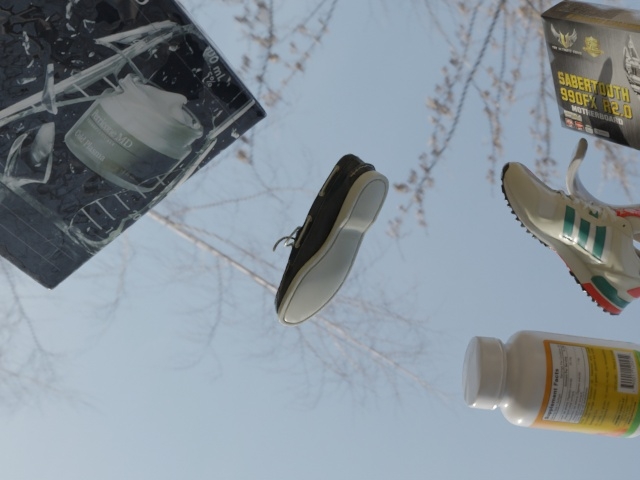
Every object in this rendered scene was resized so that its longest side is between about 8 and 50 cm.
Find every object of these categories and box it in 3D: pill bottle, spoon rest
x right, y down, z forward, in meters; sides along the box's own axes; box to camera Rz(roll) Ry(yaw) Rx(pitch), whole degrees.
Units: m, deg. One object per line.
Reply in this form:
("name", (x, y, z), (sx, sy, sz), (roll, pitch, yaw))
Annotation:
("pill bottle", (0.333, 0.200, 1.305), (0.136, 0.246, 0.136), (-173, -90, -84))
("spoon rest", (0.463, -0.039, 1.296), (0.137, 0.276, 0.084), (-57, 178, -47))

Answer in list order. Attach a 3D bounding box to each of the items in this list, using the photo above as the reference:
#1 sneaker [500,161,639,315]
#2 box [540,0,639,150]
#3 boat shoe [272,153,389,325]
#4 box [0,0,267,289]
("sneaker", (0.218, -0.016, 0.749), (0.075, 0.161, 0.057), (-39, -171, 26))
("box", (0.407, -0.213, 1.217), (0.056, 0.183, 0.231), (-35, -144, -19))
("boat shoe", (0.000, 0.000, 1.269), (0.079, 0.095, 0.254), (41, -66, 37))
("box", (-0.430, -0.260, 1.432), (0.472, 0.480, 0.297), (-40, -136, 3))
